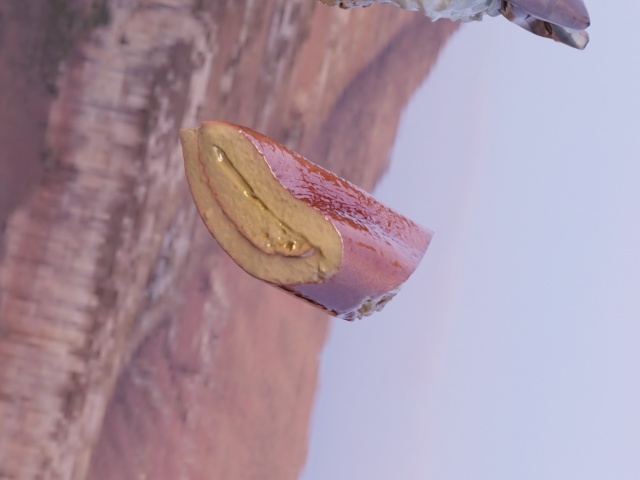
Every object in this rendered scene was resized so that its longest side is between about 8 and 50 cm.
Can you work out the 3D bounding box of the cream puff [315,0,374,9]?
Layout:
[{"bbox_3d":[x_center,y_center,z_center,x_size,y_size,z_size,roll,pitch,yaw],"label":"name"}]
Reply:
[{"bbox_3d":[0.034,-0.273,1.472,0.133,0.119,0.104,-51,158,-13],"label":"cream puff"}]

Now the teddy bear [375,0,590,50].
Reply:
[{"bbox_3d":[0.041,-0.347,1.245,0.327,0.362,0.375,56,37,-81],"label":"teddy bear"}]

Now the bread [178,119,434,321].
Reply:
[{"bbox_3d":[-0.001,0.000,0.958,0.067,0.192,0.119,-50,-149,18],"label":"bread"}]
